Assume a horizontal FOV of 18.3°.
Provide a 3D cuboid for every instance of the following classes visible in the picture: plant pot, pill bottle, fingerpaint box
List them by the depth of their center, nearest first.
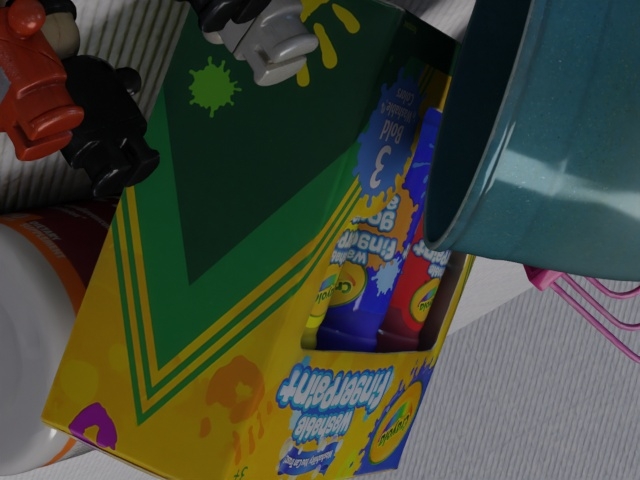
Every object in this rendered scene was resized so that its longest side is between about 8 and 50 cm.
[{"bbox_3d":[0.231,-0.089,1.350,0.255,0.271,0.271,16,161,-4],"label":"plant pot"},{"bbox_3d":[0.000,0.000,1.582,0.371,0.163,0.445,-69,161,3],"label":"fingerpaint box"},{"bbox_3d":[-0.173,0.066,1.822,0.224,0.224,0.392,-36,166,38],"label":"pill bottle"}]

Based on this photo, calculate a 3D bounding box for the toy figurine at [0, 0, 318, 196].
[{"bbox_3d":[-0.124,-0.146,1.227,0.209,0.148,0.213,-34,165,9],"label":"toy figurine"}]

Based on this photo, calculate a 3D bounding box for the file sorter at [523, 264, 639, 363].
[{"bbox_3d":[0.319,-0.039,2.050,0.202,0.182,0.290,-42,-155,15],"label":"file sorter"}]
